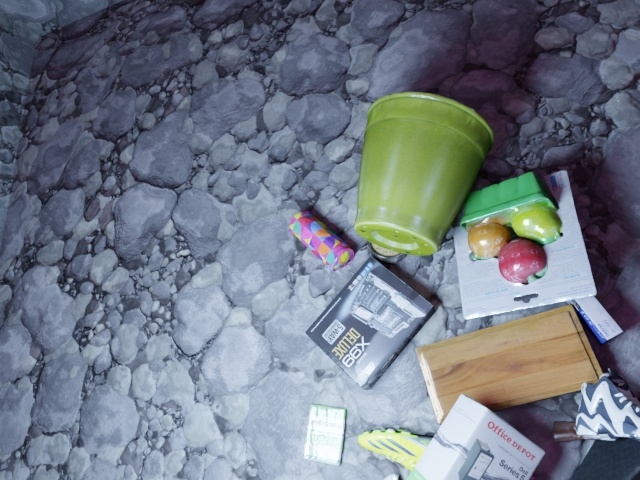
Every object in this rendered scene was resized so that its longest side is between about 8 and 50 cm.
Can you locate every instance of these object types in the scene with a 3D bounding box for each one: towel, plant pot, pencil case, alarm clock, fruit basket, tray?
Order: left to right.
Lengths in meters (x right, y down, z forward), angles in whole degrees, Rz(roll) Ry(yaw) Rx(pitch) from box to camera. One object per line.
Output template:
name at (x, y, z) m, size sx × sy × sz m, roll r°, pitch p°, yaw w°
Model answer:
pencil case at (0.000, 0.000, 1.543) m, size 0.104 × 0.104 × 0.236 m, roll -47°, pitch 59°, yaw 0°
towel at (0.014, 0.554, 1.374) m, size 0.113 × 0.023 × 0.151 m, roll 2°, pitch 69°, yaw 20°
alarm clock at (0.228, 0.010, 1.463) m, size 0.192 × 0.064 × 0.129 m, roll 13°, pitch 68°, yaw 19°
plant pot at (0.255, -0.158, 1.340) m, size 0.367 × 0.366 × 0.352 m, roll 13°, pitch 75°, yaw 25°
tray at (0.478, 0.325, 1.244) m, size 0.412 × 0.076 × 0.202 m, roll -20°, pitch 65°, yaw 15°
fruit basket at (0.517, 0.015, 1.269) m, size 0.327 × 0.166 × 0.352 m, roll -21°, pitch 61°, yaw 35°

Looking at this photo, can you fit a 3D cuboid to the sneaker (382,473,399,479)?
sneaker at (0.215, 0.673, 1.229) m, size 0.061 × 0.053 × 0.152 m, roll -41°, pitch 61°, yaw 0°

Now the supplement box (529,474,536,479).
supplement box at (0.475, 0.588, 1.157) m, size 0.043 × 0.055 × 0.083 m, roll 35°, pitch 87°, yaw 27°

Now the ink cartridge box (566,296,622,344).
ink cartridge box at (0.666, 0.160, 1.216) m, size 0.046 × 0.097 × 0.207 m, roll -33°, pitch 62°, yaw 8°

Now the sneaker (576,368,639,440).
sneaker at (0.669, 0.351, 1.037) m, size 0.094 × 0.235 × 0.152 m, roll 18°, pitch 65°, yaw -19°

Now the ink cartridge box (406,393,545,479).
ink cartridge box at (0.355, 0.535, 1.119) m, size 0.198 × 0.115 × 0.272 m, roll 38°, pitch 81°, yaw -11°

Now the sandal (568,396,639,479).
sandal at (0.685, 0.513, 1.065) m, size 0.107 × 0.167 × 0.445 m, roll 42°, pitch 89°, yaw -8°

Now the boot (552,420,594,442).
boot at (0.618, 0.439, 1.167) m, size 0.114 × 0.037 × 0.106 m, roll -23°, pitch 24°, yaw 36°

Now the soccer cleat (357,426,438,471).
soccer cleat at (0.234, 0.553, 1.245) m, size 0.290 × 0.093 × 0.121 m, roll -2°, pitch 72°, yaw 20°

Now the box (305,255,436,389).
box at (0.144, 0.239, 1.405) m, size 0.242 × 0.076 × 0.307 m, roll 40°, pitch 88°, yaw 28°
